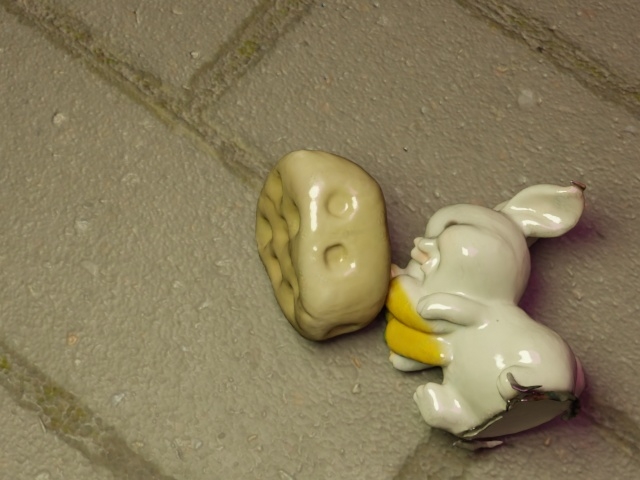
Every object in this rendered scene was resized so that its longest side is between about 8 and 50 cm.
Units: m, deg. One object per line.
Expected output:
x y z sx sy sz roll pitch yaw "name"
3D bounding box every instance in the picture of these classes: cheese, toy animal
0.000 0.000 1.467 0.117 0.235 0.218 -7 27 -21 "cheese"
0.201 0.072 1.445 0.247 0.183 0.310 -5 62 -7 "toy animal"
